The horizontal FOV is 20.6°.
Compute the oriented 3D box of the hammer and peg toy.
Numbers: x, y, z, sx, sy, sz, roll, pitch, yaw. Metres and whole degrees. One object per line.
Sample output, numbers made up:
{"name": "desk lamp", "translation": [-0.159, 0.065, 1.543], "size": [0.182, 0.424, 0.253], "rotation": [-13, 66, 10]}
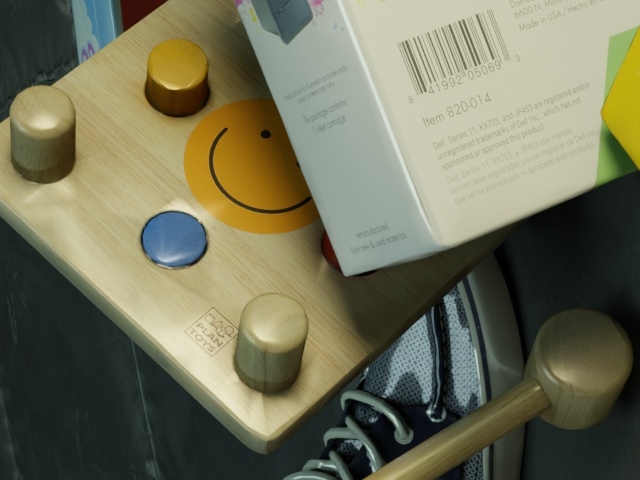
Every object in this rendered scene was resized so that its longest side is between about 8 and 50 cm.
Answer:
{"name": "hammer and peg toy", "translation": [0.000, 0.000, 1.014], "size": [0.361, 0.266, 0.127], "rotation": [42, 153, 16]}

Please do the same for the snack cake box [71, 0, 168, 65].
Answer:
{"name": "snack cake box", "translation": [-0.099, -0.076, 1.375], "size": [0.089, 0.152, 0.264], "rotation": [10, 107, 62]}

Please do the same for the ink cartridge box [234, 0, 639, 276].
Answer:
{"name": "ink cartridge box", "translation": [0.053, -0.183, 0.918], "size": [0.119, 0.207, 0.353], "rotation": [-17, 95, 65]}

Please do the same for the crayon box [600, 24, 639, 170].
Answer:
{"name": "crayon box", "translation": [0.289, -0.052, 0.680], "size": [0.363, 0.106, 0.313], "rotation": [59, 145, 35]}

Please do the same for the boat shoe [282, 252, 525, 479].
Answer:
{"name": "boat shoe", "translation": [0.041, 0.150, 1.170], "size": [0.127, 0.158, 0.340], "rotation": [13, 110, 61]}
